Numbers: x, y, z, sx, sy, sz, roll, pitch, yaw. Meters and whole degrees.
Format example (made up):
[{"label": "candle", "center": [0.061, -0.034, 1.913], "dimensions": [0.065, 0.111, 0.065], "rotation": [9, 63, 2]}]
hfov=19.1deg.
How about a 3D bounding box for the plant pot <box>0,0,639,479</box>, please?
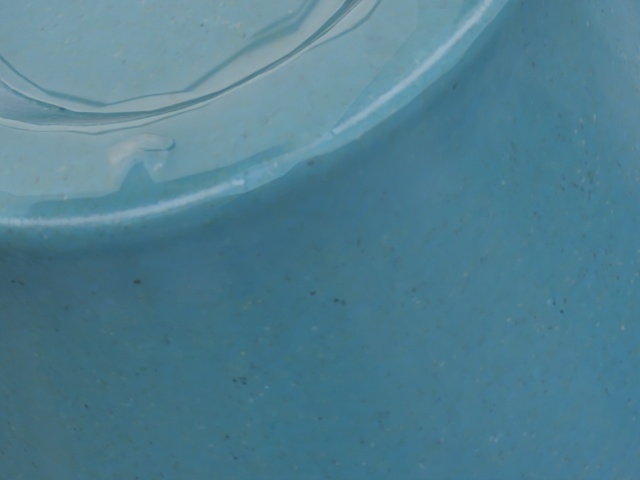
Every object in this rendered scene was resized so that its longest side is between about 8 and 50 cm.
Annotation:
[{"label": "plant pot", "center": [0.000, 0.000, 0.507], "dimensions": [0.271, 0.255, 0.272], "rotation": [-11, 51, 14]}]
